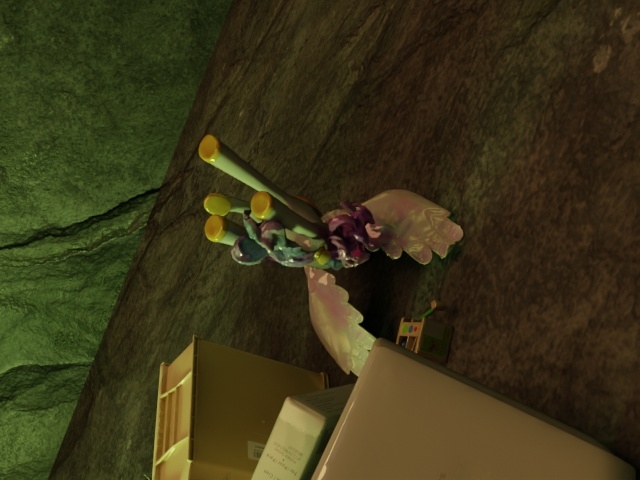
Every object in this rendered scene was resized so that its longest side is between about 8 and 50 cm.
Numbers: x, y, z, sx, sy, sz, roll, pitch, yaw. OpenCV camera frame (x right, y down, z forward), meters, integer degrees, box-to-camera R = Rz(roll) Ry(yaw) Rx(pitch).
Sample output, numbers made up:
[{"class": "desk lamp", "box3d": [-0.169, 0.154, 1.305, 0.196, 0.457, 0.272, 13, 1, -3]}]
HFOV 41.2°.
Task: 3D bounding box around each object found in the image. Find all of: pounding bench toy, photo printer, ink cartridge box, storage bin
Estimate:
[{"class": "pounding bench toy", "box3d": [0.148, 0.125, 1.207, 0.065, 0.052, 0.083, -8, 65, 62]}, {"class": "photo printer", "box3d": [0.141, 0.273, 0.837, 0.256, 0.308, 0.107, -63, -7, -12]}, {"class": "ink cartridge box", "box3d": [-0.004, 0.323, 1.124, 0.066, 0.296, 0.261, 24, 95, 25]}, {"class": "storage bin", "box3d": [-0.119, 0.315, 1.364, 0.123, 0.262, 0.260, -45, 35, 38]}]

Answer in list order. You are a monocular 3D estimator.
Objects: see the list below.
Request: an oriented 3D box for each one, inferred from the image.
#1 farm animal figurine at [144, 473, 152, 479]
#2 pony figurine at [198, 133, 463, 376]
[{"class": "farm animal figurine", "box3d": [-0.275, 0.548, 1.503, 0.327, 0.172, 0.330, -26, 53, 16]}, {"class": "pony figurine", "box3d": [0.000, 0.000, 1.329, 0.302, 0.364, 0.351, -57, 44, 12]}]
